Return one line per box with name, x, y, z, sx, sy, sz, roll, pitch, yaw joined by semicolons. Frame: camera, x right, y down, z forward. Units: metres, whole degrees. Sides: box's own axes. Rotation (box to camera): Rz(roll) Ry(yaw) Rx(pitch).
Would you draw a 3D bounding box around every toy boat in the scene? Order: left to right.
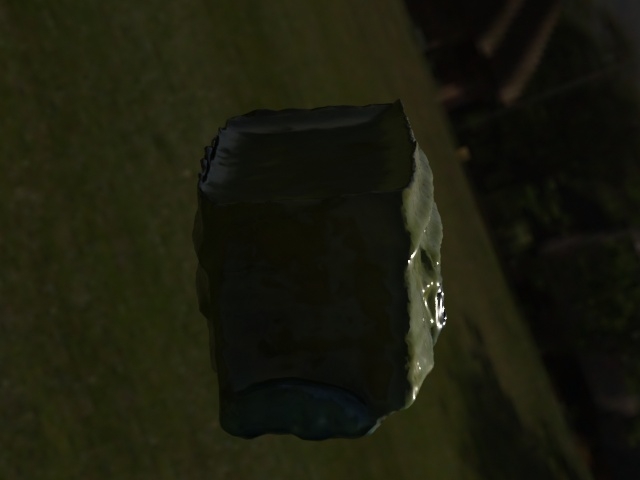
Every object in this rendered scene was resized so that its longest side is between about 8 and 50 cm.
toy boat;-0.001;-0.005;0.848;0.276;0.111;0.084;-81;164;-70
